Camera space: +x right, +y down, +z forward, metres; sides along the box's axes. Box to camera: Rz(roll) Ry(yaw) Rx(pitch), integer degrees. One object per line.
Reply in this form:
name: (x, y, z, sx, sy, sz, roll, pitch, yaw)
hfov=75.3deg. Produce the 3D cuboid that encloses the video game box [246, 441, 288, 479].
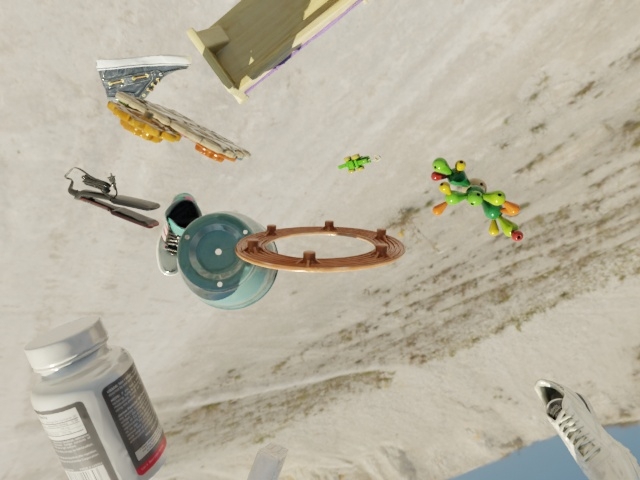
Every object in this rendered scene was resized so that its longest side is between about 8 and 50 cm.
video game box: (-0.122, 0.488, 0.762, 0.048, 0.205, 0.187, 18, 160, 11)

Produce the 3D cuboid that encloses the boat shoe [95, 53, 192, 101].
boat shoe: (-0.354, -0.335, 0.854, 0.183, 0.065, 0.083, -12, 118, -15)

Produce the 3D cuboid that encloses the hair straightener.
hair straightener: (-0.438, -0.103, 0.867, 0.047, 0.230, 0.089, -45, 154, -64)

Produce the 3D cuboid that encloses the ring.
ring: (0.000, 0.000, 0.832, 0.336, 0.032, 0.336, 1, -167, 0)

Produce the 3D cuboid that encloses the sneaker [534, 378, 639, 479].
sneaker: (0.470, 0.353, 0.750, 0.090, 0.094, 0.235, -51, -166, 16)

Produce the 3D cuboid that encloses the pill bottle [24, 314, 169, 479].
pill bottle: (-0.430, 0.316, 0.797, 0.176, 0.319, 0.176, -16, -168, 3)

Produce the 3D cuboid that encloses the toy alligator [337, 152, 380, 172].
toy alligator: (0.141, -0.275, 1.430, 0.189, 0.056, 0.051, -6, -154, 44)

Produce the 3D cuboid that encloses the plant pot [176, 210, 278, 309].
plant pot: (-0.242, 0.044, 1.058, 0.271, 0.272, 0.255, -22, 175, -8)

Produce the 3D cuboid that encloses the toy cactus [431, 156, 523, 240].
toy cactus: (0.312, -0.087, 0.848, 0.112, 0.219, 0.180, -60, 173, 25)

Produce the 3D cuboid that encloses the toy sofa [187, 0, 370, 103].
toy sofa: (-0.076, -0.459, 0.868, 0.362, 0.150, 0.177, -35, -176, 10)

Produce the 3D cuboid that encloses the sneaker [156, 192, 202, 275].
sneaker: (-0.473, -0.020, 1.390, 0.123, 0.296, 0.178, 11, 177, -23)

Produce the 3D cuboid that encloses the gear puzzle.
gear puzzle: (-0.208, -0.155, 0.626, 0.044, 0.175, 0.339, -61, -173, 9)
